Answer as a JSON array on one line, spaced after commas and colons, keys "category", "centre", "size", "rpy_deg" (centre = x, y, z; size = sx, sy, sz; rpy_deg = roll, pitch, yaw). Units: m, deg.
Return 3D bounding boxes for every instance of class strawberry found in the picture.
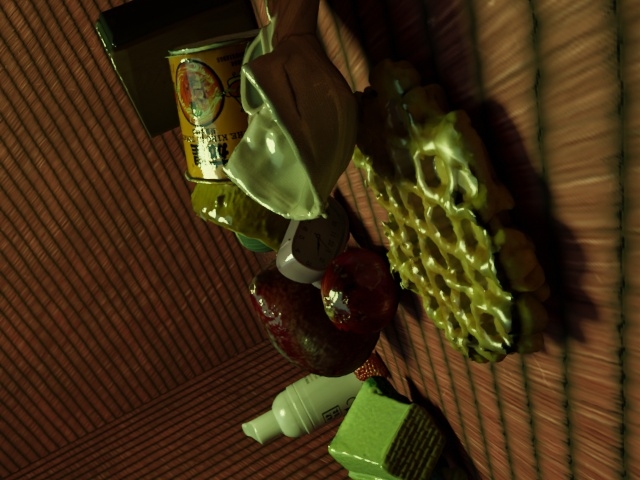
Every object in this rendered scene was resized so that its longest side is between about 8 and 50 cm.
[{"category": "strawberry", "centre": [0.111, 0.288, 1.271], "size": [0.083, 0.073, 0.073], "rpy_deg": [36, 154, 41]}]

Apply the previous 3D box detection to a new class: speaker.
[{"category": "speaker", "centre": [-0.226, -0.312, 0.957], "size": [0.153, 0.231, 0.192], "rpy_deg": [54, 166, 43]}]

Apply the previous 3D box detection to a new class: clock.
[{"category": "clock", "centre": [0.000, 0.000, 0.921], "size": [0.110, 0.152, 0.050], "rpy_deg": [29, 148, -16]}]

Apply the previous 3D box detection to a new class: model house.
[{"category": "model house", "centre": [0.168, 0.384, 1.043], "size": [0.189, 0.195, 0.214], "rpy_deg": [5, 140, 50]}]

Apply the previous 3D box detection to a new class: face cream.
[{"category": "face cream", "centre": [-0.036, 0.454, 1.556], "size": [0.145, 0.370, 0.145], "rpy_deg": [59, 170, 17]}]

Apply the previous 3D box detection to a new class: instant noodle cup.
[{"category": "instant noodle cup", "centre": [-0.101, -0.188, 0.770], "size": [0.216, 0.216, 0.172], "rpy_deg": [-137, 32, -63]}]

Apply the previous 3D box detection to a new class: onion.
[{"category": "onion", "centre": [0.060, 0.078, 0.849], "size": [0.131, 0.131, 0.131], "rpy_deg": [60, 169, 19]}]

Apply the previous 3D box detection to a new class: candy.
[{"category": "candy", "centre": [-0.126, -0.059, 1.114], "size": [0.260, 0.118, 0.260], "rpy_deg": [22, -179, -1]}]

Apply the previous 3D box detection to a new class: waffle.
[{"category": "waffle", "centre": [0.107, -0.017, 0.539], "size": [0.300, 0.058, 0.281], "rpy_deg": [65, 169, 0]}]

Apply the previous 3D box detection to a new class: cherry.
[{"category": "cherry", "centre": [-0.011, 0.127, 1.027], "size": [0.300, 0.203, 0.230], "rpy_deg": [37, -164, -44]}]

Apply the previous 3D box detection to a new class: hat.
[{"category": "hat", "centre": [-0.012, -0.152, 0.547], "size": [0.164, 0.226, 0.219], "rpy_deg": [32, 163, -7]}]

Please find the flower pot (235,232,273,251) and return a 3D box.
[{"category": "flower pot", "centre": [-0.158, -0.077, 1.429], "size": [0.189, 0.157, 0.243], "rpy_deg": [50, 166, 46]}]
